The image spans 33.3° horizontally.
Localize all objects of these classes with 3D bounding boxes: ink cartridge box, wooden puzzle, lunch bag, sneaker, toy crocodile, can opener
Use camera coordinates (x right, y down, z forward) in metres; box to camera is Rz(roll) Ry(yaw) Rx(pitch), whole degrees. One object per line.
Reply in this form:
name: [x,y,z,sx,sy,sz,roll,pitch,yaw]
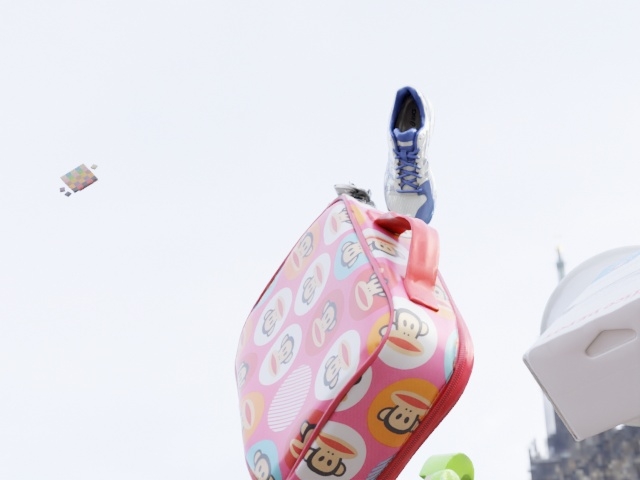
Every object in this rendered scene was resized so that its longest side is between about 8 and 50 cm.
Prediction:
ink cartridge box: [0.416,0.092,1.303,0.223,0.129,0.307,-34,-2,38]
wooden puzzle: [-0.424,-0.108,1.876,0.083,0.049,0.006,-35,-33,-21]
lunch bag: [0.028,0.085,0.989,0.120,0.293,0.258,25,-69,-20]
sneaker: [0.167,-0.165,2.123,0.111,0.297,0.131,-4,-13,15]
toy crocodile: [0.173,0.479,1.721,0.115,0.341,0.105,-27,-62,36]
can opener: [0.080,-0.050,2.289,0.074,0.093,0.280,12,-15,16]

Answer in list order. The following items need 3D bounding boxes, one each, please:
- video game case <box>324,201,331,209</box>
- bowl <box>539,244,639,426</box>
video game case: [0.000,0.000,1.708,0.011,0.122,0.087,33,3,22]
bowl: [0.483,0.166,1.597,0.297,0.134,0.298,2,-70,6]
